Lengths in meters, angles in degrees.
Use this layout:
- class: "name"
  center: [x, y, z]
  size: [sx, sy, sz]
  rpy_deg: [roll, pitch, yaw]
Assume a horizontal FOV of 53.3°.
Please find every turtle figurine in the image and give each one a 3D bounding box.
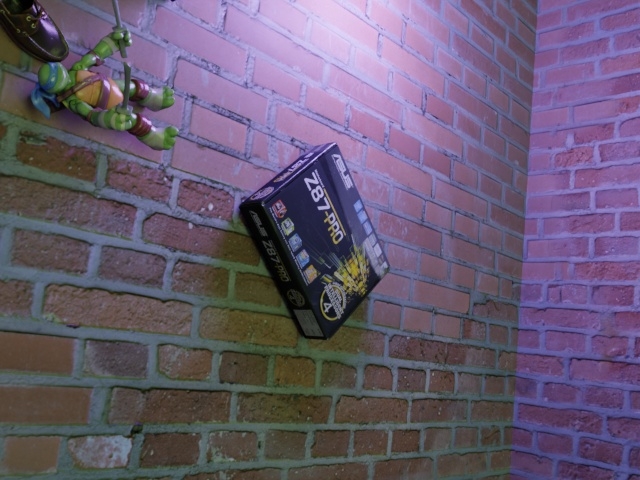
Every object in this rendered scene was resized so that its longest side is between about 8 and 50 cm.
- class: "turtle figurine"
  center: [-0.345, -0.280, 1.158]
  size: [0.275, 0.198, 0.266]
  rpy_deg: [-47, 153, 11]

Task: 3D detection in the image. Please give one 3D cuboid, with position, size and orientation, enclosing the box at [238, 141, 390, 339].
- class: "box"
  center: [0.000, 0.000, 1.603]
  size: [0.318, 0.097, 0.395]
  rpy_deg: [-44, 118, -41]

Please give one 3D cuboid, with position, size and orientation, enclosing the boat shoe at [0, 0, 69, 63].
- class: "boat shoe"
  center: [-0.516, -0.393, 1.101]
  size: [0.207, 0.073, 0.073]
  rpy_deg: [46, 56, -36]
